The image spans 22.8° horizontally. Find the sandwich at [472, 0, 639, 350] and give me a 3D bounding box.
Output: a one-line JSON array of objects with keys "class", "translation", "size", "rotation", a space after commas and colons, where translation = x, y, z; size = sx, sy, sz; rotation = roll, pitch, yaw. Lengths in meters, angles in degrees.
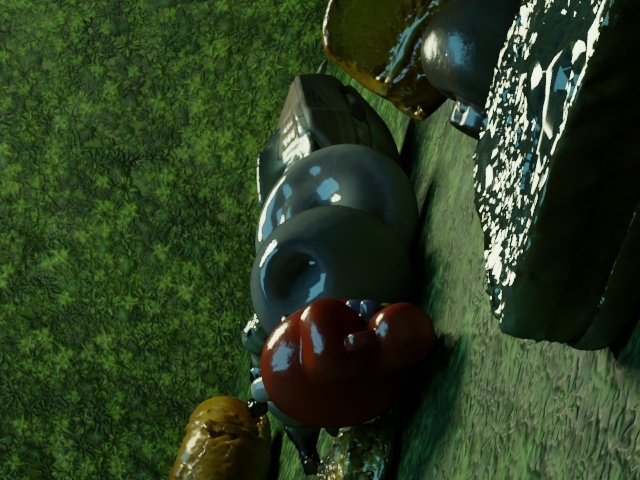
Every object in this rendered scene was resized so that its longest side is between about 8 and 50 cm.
[{"class": "sandwich", "translation": [0.177, -0.095, 1.054], "size": [0.301, 0.099, 0.271], "rotation": [-89, 17, -65]}]

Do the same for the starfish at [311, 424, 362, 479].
[{"class": "starfish", "translation": [0.010, 0.276, 1.755], "size": [0.247, 0.050, 0.138], "rotation": [110, 172, -51]}]

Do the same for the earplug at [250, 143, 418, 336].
[{"class": "earplug", "translation": [0.007, 0.009, 1.810], "size": [0.214, 0.175, 0.325], "rotation": [-30, 27, 18]}]

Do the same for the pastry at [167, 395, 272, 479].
[{"class": "pastry", "translation": [-0.177, 0.413, 2.515], "size": [0.356, 0.164, 0.356], "rotation": [-165, 90, -85]}]

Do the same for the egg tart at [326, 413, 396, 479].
[{"class": "egg tart", "translation": [0.039, 0.229, 1.597], "size": [0.130, 0.052, 0.130], "rotation": [-161, 90, -82]}]

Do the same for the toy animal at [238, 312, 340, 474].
[{"class": "toy animal", "translation": [-0.035, 0.172, 1.899], "size": [0.094, 0.225, 0.121], "rotation": [-28, 42, 10]}]

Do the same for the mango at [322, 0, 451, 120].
[{"class": "mango", "translation": [0.129, -0.310, 1.699], "size": [0.199, 0.201, 0.350], "rotation": [36, 102, 53]}]

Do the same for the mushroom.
[{"class": "mushroom", "translation": [0.152, -0.173, 1.500], "size": [0.141, 0.117, 0.188], "rotation": [-61, 2, 1]}]

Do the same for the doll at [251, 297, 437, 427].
[{"class": "doll", "translation": [0.020, 0.120, 1.571], "size": [0.290, 0.161, 0.130], "rotation": [134, 129, -67]}]

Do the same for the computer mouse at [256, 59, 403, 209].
[{"class": "computer mouse", "translation": [0.030, -0.116, 2.086], "size": [0.115, 0.199, 0.389], "rotation": [-38, 35, 37]}]
